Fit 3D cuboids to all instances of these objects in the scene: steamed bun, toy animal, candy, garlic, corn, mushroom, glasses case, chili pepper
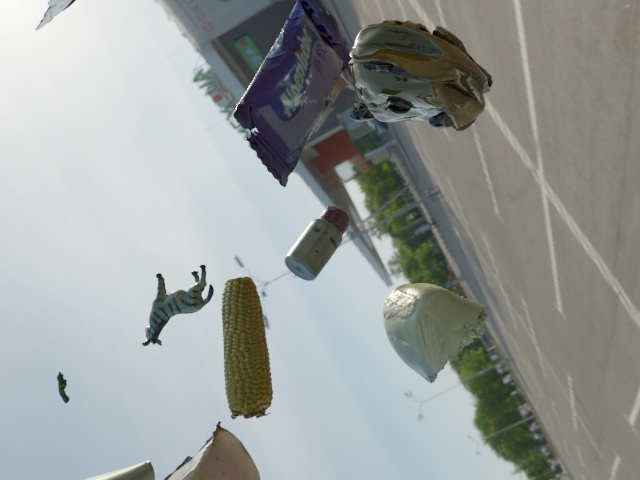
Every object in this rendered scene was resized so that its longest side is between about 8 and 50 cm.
[{"bbox_3d":[0.323,0.278,1.914,0.274,0.272,0.290,26,163,-11],"label":"steamed bun"},{"bbox_3d":[-0.364,0.164,1.610,0.073,0.217,0.176,37,-140,-67],"label":"toy animal"},{"bbox_3d":[-0.032,-0.219,0.901,0.145,0.070,0.275,52,-127,-43],"label":"candy"},{"bbox_3d":[-0.026,-0.404,1.895,0.210,0.292,0.237,4,-110,-33],"label":"garlic"},{"bbox_3d":[-0.160,0.231,1.392,0.106,0.106,0.305,28,-123,-75],"label":"corn"},{"bbox_3d":[-0.214,0.495,1.168,0.173,0.236,0.162,43,-171,-2],"label":"mushroom"},{"bbox_3d":[-0.510,0.555,1.355,0.308,0.128,0.083,-5,-105,-41],"label":"glasses case"},{"bbox_3d":[-0.626,0.358,1.556,0.027,0.022,0.083,-33,-57,-53],"label":"chili pepper"}]

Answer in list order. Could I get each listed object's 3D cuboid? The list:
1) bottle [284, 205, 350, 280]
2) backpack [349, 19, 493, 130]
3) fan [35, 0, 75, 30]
[{"bbox_3d":[0.000,0.000,1.861,0.110,0.233,0.110,28,152,16],"label":"bottle"},{"bbox_3d":[0.222,-0.388,1.549,0.378,0.354,0.201,22,-96,-55],"label":"backpack"},{"bbox_3d":[-0.392,-0.440,1.080,0.008,0.152,0.226,45,-121,-20],"label":"fan"}]
